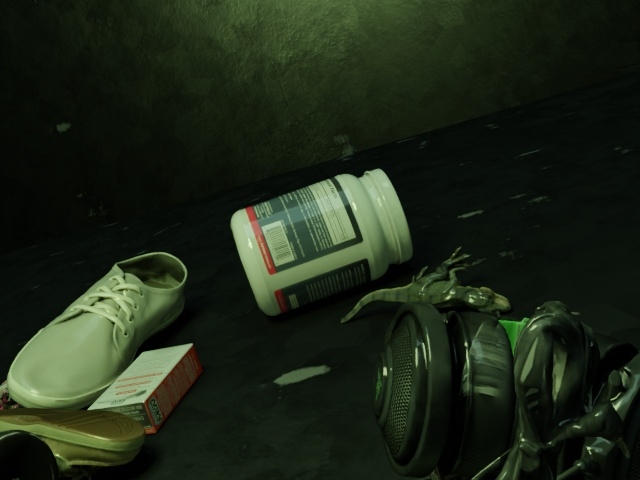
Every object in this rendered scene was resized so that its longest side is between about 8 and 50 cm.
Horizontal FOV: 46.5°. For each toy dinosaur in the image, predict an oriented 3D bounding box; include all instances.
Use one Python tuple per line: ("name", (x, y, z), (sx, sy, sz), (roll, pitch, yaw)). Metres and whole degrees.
("toy dinosaur", (0.159, 0.070, 1.098), (0.268, 0.064, 0.118), (-10, 24, 39))

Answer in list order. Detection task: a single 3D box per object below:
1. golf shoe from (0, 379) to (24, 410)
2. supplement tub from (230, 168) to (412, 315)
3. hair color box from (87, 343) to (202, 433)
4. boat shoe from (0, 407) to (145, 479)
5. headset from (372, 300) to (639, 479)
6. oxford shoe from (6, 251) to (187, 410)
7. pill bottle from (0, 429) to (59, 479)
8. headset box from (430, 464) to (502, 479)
("golf shoe", (-0.479, 0.231, 1.253), (0.086, 0.067, 0.186), (-6, 19, 42))
("supplement tub", (0.000, 0.000, 1.270), (0.272, 0.191, 0.191), (-19, 15, -5))
("hair color box", (-0.247, 0.214, 1.070), (0.093, 0.053, 0.167), (-12, 15, 19))
("boat shoe", (-0.337, 0.268, 0.959), (0.285, 0.089, 0.104), (-5, -6, 34))
("headset", (0.153, 0.097, 0.537), (0.243, 0.185, 0.394), (9, 10, 17))
("oxford shoe", (-0.359, 0.134, 1.255), (0.169, 0.130, 0.449), (24, 26, 9))
("pill bottle", (-0.426, 0.290, 0.874), (0.219, 0.123, 0.123), (-12, 16, 29))
("headset box", (0.125, 0.185, 0.682), (0.062, 0.083, 0.032), (-23, 16, -12))
